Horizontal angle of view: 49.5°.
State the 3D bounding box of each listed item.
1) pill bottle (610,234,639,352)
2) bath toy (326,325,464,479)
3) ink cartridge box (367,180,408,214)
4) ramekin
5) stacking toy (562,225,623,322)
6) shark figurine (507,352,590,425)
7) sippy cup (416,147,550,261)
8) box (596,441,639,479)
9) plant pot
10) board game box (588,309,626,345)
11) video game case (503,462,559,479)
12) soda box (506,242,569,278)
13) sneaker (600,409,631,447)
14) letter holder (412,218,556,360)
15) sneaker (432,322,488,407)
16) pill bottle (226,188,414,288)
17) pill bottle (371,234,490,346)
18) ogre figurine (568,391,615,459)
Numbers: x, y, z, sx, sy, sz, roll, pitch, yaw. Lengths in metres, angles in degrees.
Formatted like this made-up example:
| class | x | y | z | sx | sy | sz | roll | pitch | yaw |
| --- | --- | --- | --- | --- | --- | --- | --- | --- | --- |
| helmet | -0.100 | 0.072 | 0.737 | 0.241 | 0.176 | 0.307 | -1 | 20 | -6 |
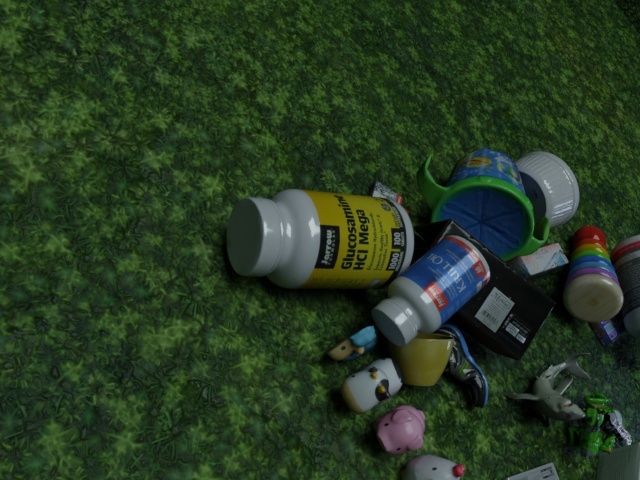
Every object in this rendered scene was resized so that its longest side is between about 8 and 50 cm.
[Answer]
| class | x | y | z | sx | sy | sz | roll | pitch | yaw |
| --- | --- | --- | --- | --- | --- | --- | --- | --- | --- |
| pill bottle | 0.881 | 0.155 | 1.827 | 0.176 | 0.176 | 0.319 | 21 | 52 | -24 |
| bath toy | 0.143 | 0.327 | 1.274 | 0.151 | 0.129 | 0.348 | -24 | 80 | -42 |
| ink cartridge box | 0.162 | -0.082 | 1.600 | 0.115 | 0.029 | 0.063 | 32 | 49 | -16 |
| ramekin | 0.544 | -0.117 | 1.786 | 0.109 | 0.207 | 0.207 | -22 | 78 | -32 |
| stacking toy | 0.714 | 0.064 | 1.828 | 0.141 | 0.141 | 0.330 | 40 | 37 | -9 |
| shark figurine | 0.529 | 0.356 | 1.579 | 0.278 | 0.166 | 0.116 | -36 | 113 | -60 |
| sippy cup | 0.389 | -0.098 | 1.659 | 0.306 | 0.239 | 0.224 | 58 | 30 | -27 |
| box | 0.718 | 0.582 | 1.541 | 0.181 | 0.119 | 0.182 | 38 | 48 | -11 |
| plant pot | 0.196 | 0.236 | 1.381 | 0.134 | 0.134 | 0.095 | 4 | 88 | -34 |
| board game box | 0.787 | 0.186 | 1.886 | 0.201 | 0.035 | 0.136 | -20 | 76 | -41 |
| video game case | 0.458 | 0.550 | 1.442 | 0.157 | 0.019 | 0.143 | -1 | 65 | -37 |
| soda box | 0.556 | 0.057 | 1.782 | 0.183 | 0.058 | 0.063 | -12 | 71 | -39 |
| sneaker | 0.700 | 0.454 | 1.664 | 0.069 | 0.038 | 0.098 | 9 | 49 | -30 |
| letter holder | 0.316 | 0.107 | 1.536 | 0.301 | 0.214 | 0.152 | 37 | 80 | -11 |
| sneaker | 0.289 | 0.269 | 1.468 | 0.078 | 0.067 | 0.188 | -25 | 81 | -21 |
| pill bottle | 0.000 | 0.000 | 1.325 | 0.333 | 0.188 | 0.188 | 2 | 63 | -35 |
| pill bottle | 0.207 | 0.099 | 1.321 | 0.221 | 0.124 | 0.124 | -39 | 89 | -21 |
| ogre figurine | 0.612 | 0.416 | 1.561 | 0.096 | 0.197 | 0.118 | 7 | 95 | 6 |
